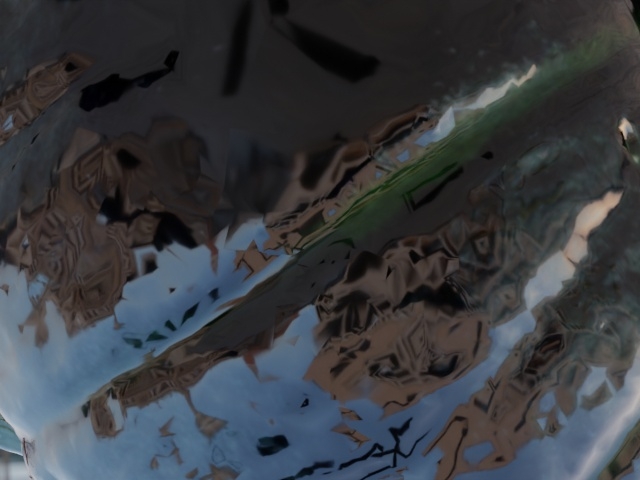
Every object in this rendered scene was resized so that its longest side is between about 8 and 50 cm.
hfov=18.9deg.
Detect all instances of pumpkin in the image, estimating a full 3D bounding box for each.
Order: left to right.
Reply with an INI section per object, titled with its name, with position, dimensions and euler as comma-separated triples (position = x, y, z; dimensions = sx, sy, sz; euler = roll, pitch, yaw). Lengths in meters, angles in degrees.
[pumpkin]
position = 0.000, 0.000, 0.468
dimensions = 0.248, 0.248, 0.248
euler = -4, 174, 0
